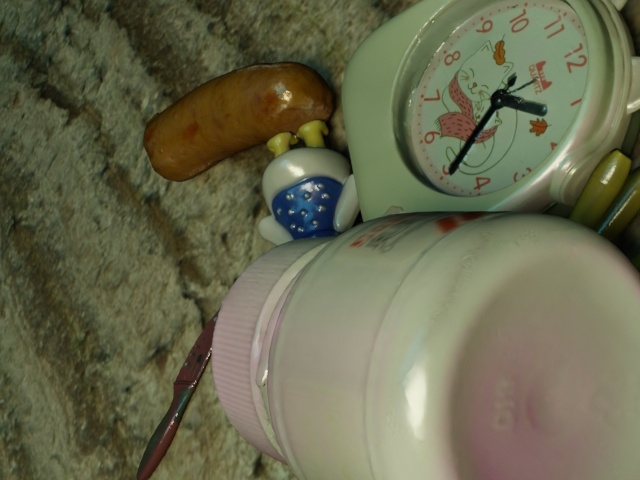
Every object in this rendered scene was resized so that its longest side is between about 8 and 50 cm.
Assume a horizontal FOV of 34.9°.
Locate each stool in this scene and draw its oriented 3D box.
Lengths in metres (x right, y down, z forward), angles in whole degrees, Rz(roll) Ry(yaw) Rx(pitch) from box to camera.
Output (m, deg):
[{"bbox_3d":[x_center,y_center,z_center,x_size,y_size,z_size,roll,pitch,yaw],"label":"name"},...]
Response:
[{"bbox_3d":[0.256,0.001,0.841,0.110,0.135,0.134,-52,15,22],"label":"stool"}]

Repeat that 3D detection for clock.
[{"bbox_3d":[0.175,-0.124,0.959,0.324,0.109,0.265,-25,60,34],"label":"clock"}]

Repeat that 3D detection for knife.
[{"bbox_3d":[-0.167,0.184,1.240,0.035,0.018,0.247,30,95,47],"label":"knife"}]

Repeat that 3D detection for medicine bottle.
[{"bbox_3d":[0.076,0.103,0.802,0.325,0.256,0.256,2,78,60],"label":"medicine bottle"}]

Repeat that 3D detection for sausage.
[{"bbox_3d":[-0.098,-0.149,1.224,0.271,0.109,0.108,-13,68,40],"label":"sausage"}]

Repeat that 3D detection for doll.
[{"bbox_3d":[0.000,0.000,1.084,0.138,0.119,0.293,-24,55,17],"label":"doll"}]
